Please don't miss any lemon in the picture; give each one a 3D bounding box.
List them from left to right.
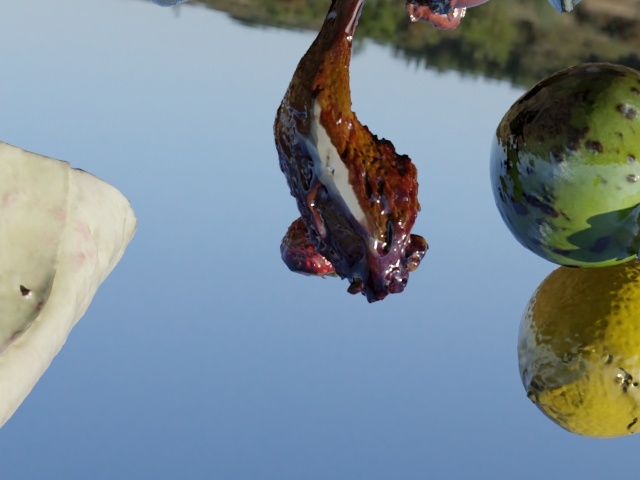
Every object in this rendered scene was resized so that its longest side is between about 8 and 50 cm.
[{"bbox_3d":[0.375,0.131,1.960,0.228,0.253,0.228,19,156,9],"label":"lemon"}]

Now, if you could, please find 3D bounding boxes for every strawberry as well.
[{"bbox_3d":[0.000,0.000,1.869,0.106,0.106,0.106,12,-170,-2],"label":"strawberry"}]

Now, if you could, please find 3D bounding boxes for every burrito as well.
[{"bbox_3d":[-0.225,0.041,0.900,0.143,0.105,0.299,37,-141,-11],"label":"burrito"}]

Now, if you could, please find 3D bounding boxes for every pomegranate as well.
[{"bbox_3d":[0.325,-0.047,1.663,0.306,0.242,0.242,57,-157,10],"label":"pomegranate"}]

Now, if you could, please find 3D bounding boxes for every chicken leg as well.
[{"bbox_3d":[0.025,-0.131,1.662,0.158,0.407,0.096,-6,179,7],"label":"chicken leg"}]

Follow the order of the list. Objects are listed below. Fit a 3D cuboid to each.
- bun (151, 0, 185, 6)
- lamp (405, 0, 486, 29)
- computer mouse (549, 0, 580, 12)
[{"bbox_3d":[-0.117,-0.363,1.808,0.229,0.145,0.229,-5,-173,1],"label":"bun"},{"bbox_3d":[0.162,-0.370,1.841,0.151,0.215,0.223,26,162,-22],"label":"lamp"},{"bbox_3d":[0.246,-0.304,1.537,0.062,0.106,0.192,3,-148,14],"label":"computer mouse"}]
